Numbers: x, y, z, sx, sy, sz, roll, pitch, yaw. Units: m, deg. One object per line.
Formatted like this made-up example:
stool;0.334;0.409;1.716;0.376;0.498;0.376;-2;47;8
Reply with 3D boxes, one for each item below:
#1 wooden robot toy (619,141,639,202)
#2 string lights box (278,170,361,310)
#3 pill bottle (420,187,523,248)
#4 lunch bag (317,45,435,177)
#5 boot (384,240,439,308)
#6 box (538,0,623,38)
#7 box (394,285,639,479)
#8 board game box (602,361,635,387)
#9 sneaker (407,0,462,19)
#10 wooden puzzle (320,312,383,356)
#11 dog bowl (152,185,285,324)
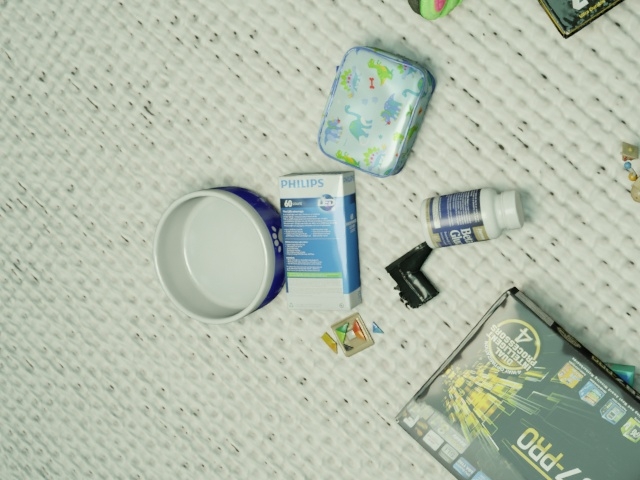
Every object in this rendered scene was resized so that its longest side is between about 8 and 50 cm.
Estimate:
wooden robot toy;0.561;-0.091;1.550;0.173;0.076;0.079;39;145;11
string lights box;0.000;0.000;1.762;0.133;0.077;0.259;0;99;21
pill bottle;0.271;-0.043;1.640;0.169;0.094;0.094;-10;95;23
lunch bag;0.097;-0.238;1.678;0.176;0.090;0.219;23;106;15
boot;0.186;0.065;1.719;0.121;0.045;0.099;-38;82;30
box;0.459;-0.520;1.473;0.322;0.079;0.257;-33;89;14
box;0.378;0.325;1.601;0.395;0.097;0.318;43;106;12
board game box;0.472;0.319;1.650;0.160;0.047;0.210;5;99;21
sneaker;0.150;-0.612;1.572;0.202;0.185;0.482;-8;93;40
wooden puzzle;0.061;0.187;1.805;0.116;0.014;0.078;-37;85;22
dog bowl;-0.195;0.026;1.817;0.265;0.104;0.264;5;102;25
